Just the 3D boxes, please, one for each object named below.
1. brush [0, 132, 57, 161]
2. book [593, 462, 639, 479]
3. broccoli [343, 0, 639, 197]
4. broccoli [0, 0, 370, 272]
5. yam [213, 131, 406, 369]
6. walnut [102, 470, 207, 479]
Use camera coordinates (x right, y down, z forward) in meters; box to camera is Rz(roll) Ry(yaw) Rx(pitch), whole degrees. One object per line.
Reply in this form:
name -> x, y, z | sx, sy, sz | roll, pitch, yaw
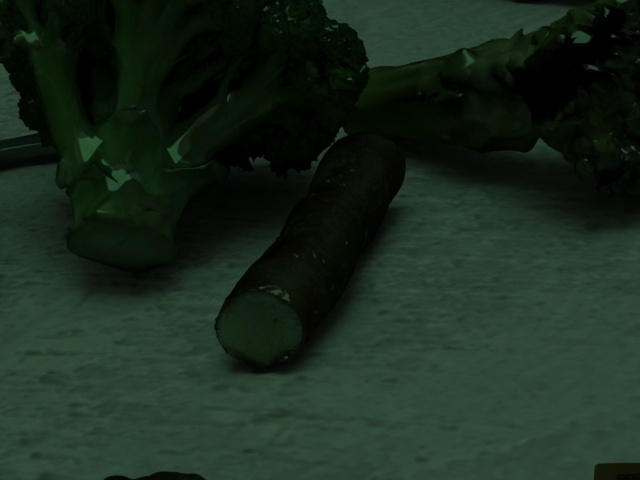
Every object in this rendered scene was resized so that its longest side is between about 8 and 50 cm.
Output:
brush -> -0.277, -0.081, 1.430 | 0.296, 0.060, 0.068 | -11, 21, -11
book -> 0.179, 0.147, 0.836 | 0.118, 0.012, 0.172 | -1, 24, 11
broccoli -> 0.131, -0.100, 1.314 | 0.304, 0.145, 0.165 | 2, 32, 46
broccoli -> -0.103, -0.107, 1.256 | 0.270, 0.270, 0.270 | 0, 56, 15
yam -> 0.000, 0.000, 1.168 | 0.061, 0.061, 0.253 | 1, 25, 17
walnut -> -0.076, 0.142, 0.833 | 0.092, 0.092, 0.092 | -5, 23, 2
